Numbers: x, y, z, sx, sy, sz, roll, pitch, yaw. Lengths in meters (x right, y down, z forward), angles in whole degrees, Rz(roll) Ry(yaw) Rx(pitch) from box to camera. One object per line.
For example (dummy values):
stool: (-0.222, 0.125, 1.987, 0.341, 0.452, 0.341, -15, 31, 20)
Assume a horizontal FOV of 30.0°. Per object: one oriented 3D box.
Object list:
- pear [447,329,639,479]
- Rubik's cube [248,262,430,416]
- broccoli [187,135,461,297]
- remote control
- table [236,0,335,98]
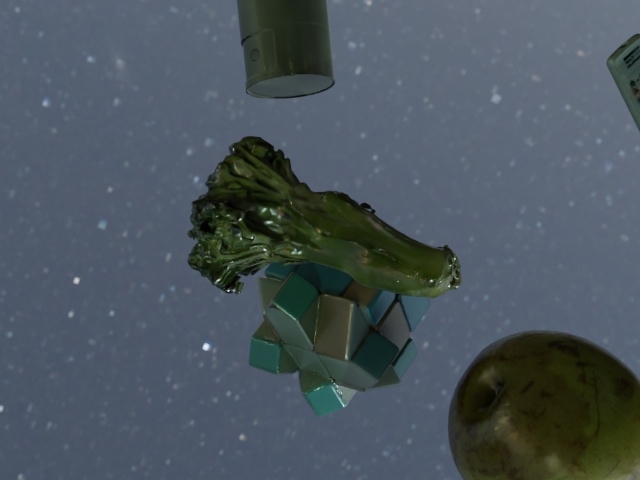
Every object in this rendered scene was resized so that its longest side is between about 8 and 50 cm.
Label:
pear: (0.309, 0.254, 1.573, 0.283, 0.283, 0.283, 20, -153, -10)
Rubik's cube: (0.009, 0.104, 1.643, 0.265, 0.224, 0.213, 18, -122, 34)
broccoli: (0.003, 0.001, 1.255, 0.304, 0.145, 0.165, 15, -131, 25)
remote control: (0.326, -0.144, 1.189, 0.124, 0.053, 0.018, 57, 163, -25)
table: (-0.051, -0.316, 1.634, 0.126, 0.220, 0.126, -6, 173, -1)
